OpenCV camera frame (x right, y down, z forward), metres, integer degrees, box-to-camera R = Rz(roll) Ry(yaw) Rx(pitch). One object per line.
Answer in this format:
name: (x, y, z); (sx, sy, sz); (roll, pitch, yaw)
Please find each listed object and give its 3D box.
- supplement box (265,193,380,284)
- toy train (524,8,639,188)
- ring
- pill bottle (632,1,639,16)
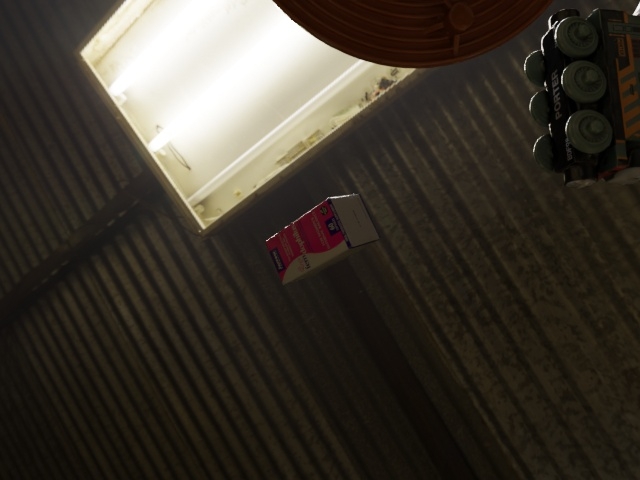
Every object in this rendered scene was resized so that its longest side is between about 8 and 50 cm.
supplement box: (0.000, 0.000, 0.948); (0.220, 0.113, 0.111); (-32, -102, 39)
toy train: (0.489, -0.254, 0.772); (0.190, 0.142, 0.335); (1, -102, -5)
ring: (0.076, -0.310, 0.330); (0.335, 0.032, 0.338); (-1, -82, -8)
pill bottle: (0.676, -0.352, 0.903); (0.160, 0.160, 0.283); (25, -84, 20)
